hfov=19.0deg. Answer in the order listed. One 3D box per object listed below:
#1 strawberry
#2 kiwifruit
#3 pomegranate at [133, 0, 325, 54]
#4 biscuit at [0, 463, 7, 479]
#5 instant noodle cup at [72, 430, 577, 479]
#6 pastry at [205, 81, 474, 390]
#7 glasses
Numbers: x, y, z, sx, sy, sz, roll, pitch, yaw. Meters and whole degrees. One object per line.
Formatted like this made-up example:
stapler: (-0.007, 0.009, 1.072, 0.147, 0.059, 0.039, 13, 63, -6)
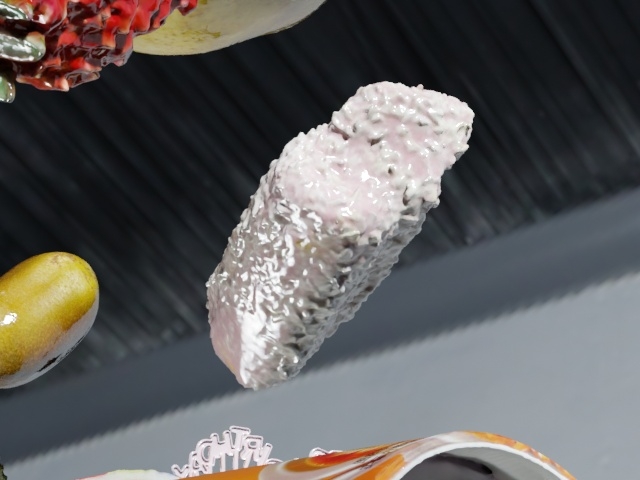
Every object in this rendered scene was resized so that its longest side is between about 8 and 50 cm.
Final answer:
strawberry: (-0.161, -0.246, 1.272, 0.306, 0.233, 0.138, -42, -1, -42)
kiwifruit: (-0.196, 0.054, 1.285, 0.075, 0.075, 0.124, -8, 18, 35)
pomegranate: (-0.111, -0.368, 1.806, 0.417, 0.416, 0.416, -23, 41, 22)
biscuit: (-0.429, 0.341, 2.318, 0.139, 0.231, 0.016, -15, -3, -38)
instant noodle cup: (0.003, 0.187, 0.714, 0.192, 0.250, 0.250, -24, 39, 41)
pastry: (-0.004, 0.003, 1.296, 0.265, 0.103, 0.112, -55, -7, 35)
glasses: (-0.042, 0.290, 2.126, 0.095, 0.255, 0.162, -35, 47, 57)
